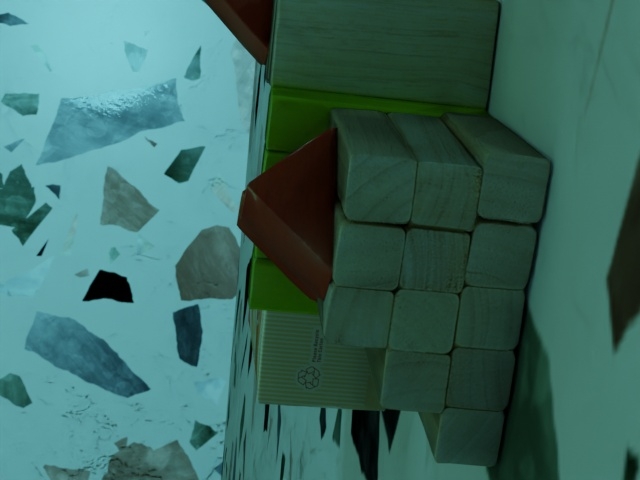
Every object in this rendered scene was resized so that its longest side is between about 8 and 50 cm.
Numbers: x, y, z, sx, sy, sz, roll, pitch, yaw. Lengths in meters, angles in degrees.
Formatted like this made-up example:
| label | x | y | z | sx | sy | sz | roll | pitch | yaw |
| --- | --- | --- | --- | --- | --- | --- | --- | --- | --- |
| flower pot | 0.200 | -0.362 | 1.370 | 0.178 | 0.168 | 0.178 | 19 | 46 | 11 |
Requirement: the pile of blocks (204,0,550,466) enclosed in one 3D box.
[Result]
| label | x | y | z | sx | sy | sz | roll | pitch | yaw |
| --- | --- | --- | --- | --- | --- | --- | --- | --- | --- |
| pile of blocks | 0.003 | -0.065 | 0.540 | 0.362 | 0.113 | 0.149 | -91 | 9 | -49 |

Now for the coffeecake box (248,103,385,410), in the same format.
| label | x | y | z | sx | sy | sz | roll | pitch | yaw |
| --- | --- | --- | --- | --- | --- | --- | --- | --- | --- |
| coffeecake box | 0.000 | 0.000 | 0.720 | 0.185 | 0.068 | 0.142 | -117 | 32 | -80 |
